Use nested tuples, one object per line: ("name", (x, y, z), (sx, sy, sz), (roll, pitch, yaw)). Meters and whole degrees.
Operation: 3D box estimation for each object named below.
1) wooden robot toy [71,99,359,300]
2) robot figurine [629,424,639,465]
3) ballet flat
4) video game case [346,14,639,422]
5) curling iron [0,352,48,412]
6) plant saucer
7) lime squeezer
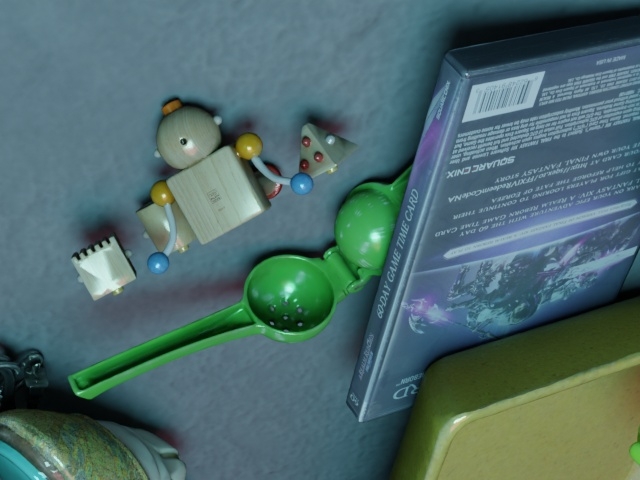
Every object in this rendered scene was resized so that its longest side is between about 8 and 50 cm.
("wooden robot toy", (-0.070, -0.040, 0.739), (0.173, 0.076, 0.079), (-28, 99, 12))
("robot figurine", (0.245, 0.126, 0.825), (0.115, 0.067, 0.101), (0, 119, -39))
("ballet flat", (-0.135, 0.196, 0.907), (0.123, 0.123, 0.348), (-12, 138, -4))
("video game case", (0.127, -0.011, 0.791), (0.196, 0.026, 0.274), (-14, 139, -27))
("curling iron", (-0.231, 0.025, 0.762), (0.068, 0.035, 0.274), (-21, 136, 0))
("plant saucer", (0.164, 0.158, 0.920), (0.333, 0.081, 0.332), (-13, 138, -27))
("lime squeezer", (0.000, 0.000, 0.773), (0.310, 0.059, 0.110), (-36, 140, 5))
